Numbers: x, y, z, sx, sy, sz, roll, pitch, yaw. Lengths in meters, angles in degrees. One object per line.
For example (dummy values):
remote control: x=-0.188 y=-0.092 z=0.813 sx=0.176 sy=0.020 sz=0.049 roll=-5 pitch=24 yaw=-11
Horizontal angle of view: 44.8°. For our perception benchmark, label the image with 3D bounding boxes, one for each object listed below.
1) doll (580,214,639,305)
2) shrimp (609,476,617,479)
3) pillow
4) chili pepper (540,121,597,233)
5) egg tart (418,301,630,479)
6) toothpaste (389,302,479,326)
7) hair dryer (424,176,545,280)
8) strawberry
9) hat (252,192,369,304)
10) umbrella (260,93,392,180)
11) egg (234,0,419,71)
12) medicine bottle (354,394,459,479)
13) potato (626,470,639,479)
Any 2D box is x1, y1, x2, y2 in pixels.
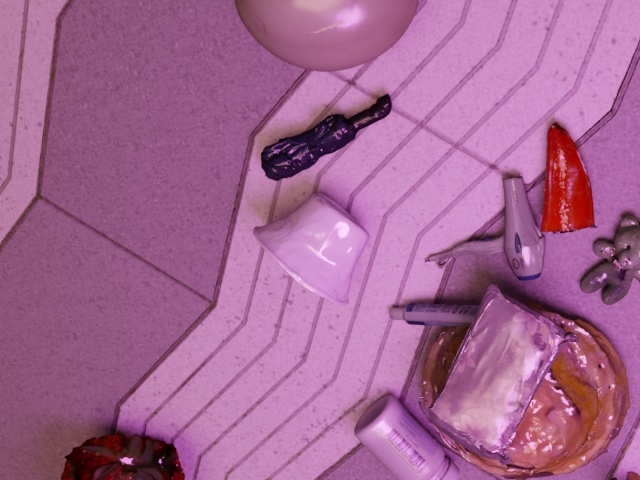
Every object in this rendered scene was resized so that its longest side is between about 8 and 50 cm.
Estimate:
doll: x=0.477 y=0.042 z=1.219 sx=0.115 sy=0.077 sz=0.150 roll=35 pitch=126 yaw=13
shrimp: x=0.496 y=0.589 z=1.368 sx=0.272 sy=0.085 sz=0.444 roll=-10 pitch=118 yaw=5
pillow: x=0.273 y=0.208 z=1.200 sx=0.169 sy=0.059 sz=0.255 roll=30 pitch=103 yaw=20
chili pepper: x=0.374 y=-0.099 z=1.199 sx=0.088 sy=0.065 sz=0.168 roll=-13 pitch=100 yaw=-18
egg tart: x=0.334 y=0.271 z=1.300 sx=0.352 sy=0.150 sz=0.351 roll=5 pitch=107 yaw=16
toothpaste: x=0.210 y=0.126 z=1.306 sx=0.216 sy=0.062 sz=0.037 roll=-3 pitch=115 yaw=37
hair dryer: x=0.270 y=-0.026 z=1.271 sx=0.199 sy=0.067 sz=0.167 roll=8 pitch=103 yaw=28
strawberry: x=-0.385 y=0.514 z=1.536 sx=0.261 sy=0.261 sz=0.257 roll=18 pitch=109 yaw=9
hat: x=0.000 y=0.000 z=1.292 sx=0.203 sy=0.203 sz=0.126 roll=38 pitch=100 yaw=0
umbrella: x=0.010 y=-0.165 z=1.274 sx=0.248 sy=0.071 sz=0.070 roll=-21 pitch=102 yaw=20
egg: x=0.008 y=-0.355 z=1.122 sx=0.269 sy=0.219 sz=0.219 roll=1 pitch=110 yaw=21
medicine bottle: x=0.157 y=0.378 z=1.408 sx=0.186 sy=0.103 sz=0.103 roll=46 pitch=114 yaw=-4
potato: x=0.551 y=0.456 z=1.363 sx=0.037 sy=0.036 sz=0.093 roll=9 pitch=111 yaw=16
